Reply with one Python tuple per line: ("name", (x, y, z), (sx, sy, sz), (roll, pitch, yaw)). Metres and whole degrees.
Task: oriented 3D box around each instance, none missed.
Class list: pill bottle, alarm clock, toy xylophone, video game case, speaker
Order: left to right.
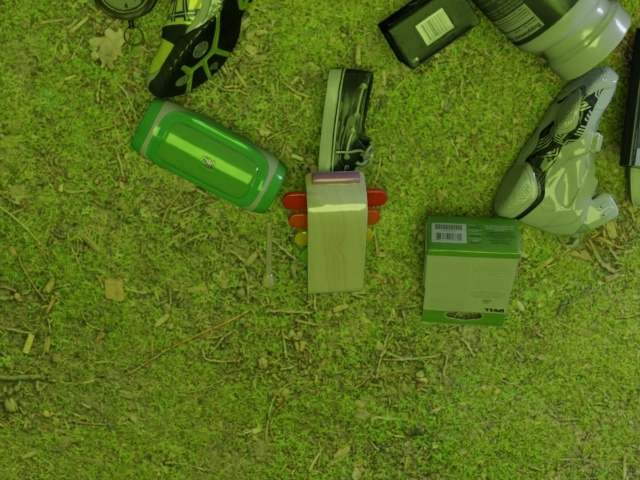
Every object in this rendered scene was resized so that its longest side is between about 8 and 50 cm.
("alarm clock", (-0.372, -0.470, 1.794), (0.129, 0.064, 0.192), (-8, 109, -2))
("speaker", (-0.220, -0.167, 1.855), (0.296, 0.131, 0.131), (27, 102, -11))
("toy xylophone", (0.000, 0.000, 1.865), (0.236, 0.081, 0.322), (3, 135, -9))
("pill bottle", (0.400, -0.489, 1.761), (0.363, 0.210, 0.210), (41, 99, -14))
("video game case", (0.726, -0.273, 1.876), (0.248, 0.035, 0.275), (4, 95, -21))

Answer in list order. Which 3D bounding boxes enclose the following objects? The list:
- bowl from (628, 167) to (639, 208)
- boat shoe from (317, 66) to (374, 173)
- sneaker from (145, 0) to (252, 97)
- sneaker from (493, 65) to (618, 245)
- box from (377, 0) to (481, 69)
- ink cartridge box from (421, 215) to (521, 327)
("bowl", (0.712, -0.142, 1.961), (0.142, 0.053, 0.142), (-5, 106, -1))
("boat shoe", (0.058, -0.190, 1.874), (0.105, 0.113, 0.306), (7, 96, 9))
("sneaker", (-0.229, -0.449, 1.790), (0.147, 0.145, 0.384), (39, 104, 18))
("sneaker", (0.533, -0.162, 1.905), (0.210, 0.137, 0.366), (29, 107, -12))
("box", (0.205, -0.416, 1.794), (0.156, 0.158, 0.093), (-34, 106, 5))
("ink cartridge box", (0.308, 0.070, 1.969), (0.189, 0.097, 0.255), (3, 140, 4))
